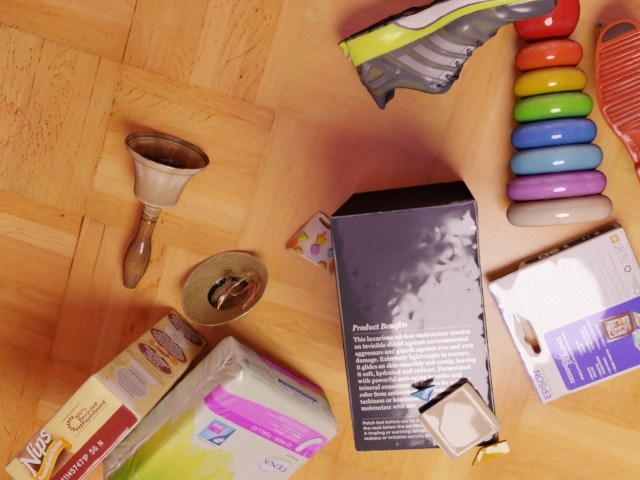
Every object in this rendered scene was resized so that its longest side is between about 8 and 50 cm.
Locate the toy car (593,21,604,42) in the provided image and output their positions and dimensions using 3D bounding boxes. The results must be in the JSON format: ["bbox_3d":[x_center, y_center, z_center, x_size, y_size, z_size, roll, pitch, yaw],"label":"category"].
[{"bbox_3d":[0.412,-0.335,1.039,0.060,0.040,0.122,4,99,7],"label":"toy car"}]

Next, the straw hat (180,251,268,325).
[{"bbox_3d":[-0.136,0.088,1.165,0.144,0.144,0.061,-18,139,10],"label":"straw hat"}]

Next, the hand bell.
[{"bbox_3d":[-0.261,-0.029,1.158,0.126,0.126,0.242,22,113,3],"label":"hand bell"}]

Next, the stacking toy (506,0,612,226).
[{"bbox_3d":[0.312,-0.188,1.038,0.141,0.141,0.330,-6,93,8],"label":"stacking toy"}]

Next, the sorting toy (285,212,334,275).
[{"bbox_3d":[0.000,0.000,1.152,0.083,0.045,0.075,29,82,2],"label":"sorting toy"}]

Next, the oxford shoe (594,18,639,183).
[{"bbox_3d":[0.447,-0.171,1.038,0.097,0.098,0.271,-16,98,33],"label":"oxford shoe"}]

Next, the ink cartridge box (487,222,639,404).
[{"bbox_3d":[0.378,0.109,1.113,0.208,0.045,0.206,-24,96,9],"label":"ink cartridge box"}]

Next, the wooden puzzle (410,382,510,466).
[{"bbox_3d":[0.161,0.209,0.873,0.078,0.014,0.116,-31,94,7],"label":"wooden puzzle"}]

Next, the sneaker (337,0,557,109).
[{"bbox_3d":[0.177,-0.269,1.032,0.300,0.111,0.121,-11,113,34],"label":"sneaker"}]

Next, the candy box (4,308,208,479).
[{"bbox_3d":[-0.287,0.223,1.078,0.087,0.316,0.183,45,102,-1],"label":"candy box"}]

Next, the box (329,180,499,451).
[{"bbox_3d":[0.126,0.082,1.016,0.183,0.296,0.294,-5,98,9],"label":"box"}]

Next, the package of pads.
[{"bbox_3d":[-0.145,0.305,1.138,0.296,0.101,0.229,-44,128,12],"label":"package of pads"}]
